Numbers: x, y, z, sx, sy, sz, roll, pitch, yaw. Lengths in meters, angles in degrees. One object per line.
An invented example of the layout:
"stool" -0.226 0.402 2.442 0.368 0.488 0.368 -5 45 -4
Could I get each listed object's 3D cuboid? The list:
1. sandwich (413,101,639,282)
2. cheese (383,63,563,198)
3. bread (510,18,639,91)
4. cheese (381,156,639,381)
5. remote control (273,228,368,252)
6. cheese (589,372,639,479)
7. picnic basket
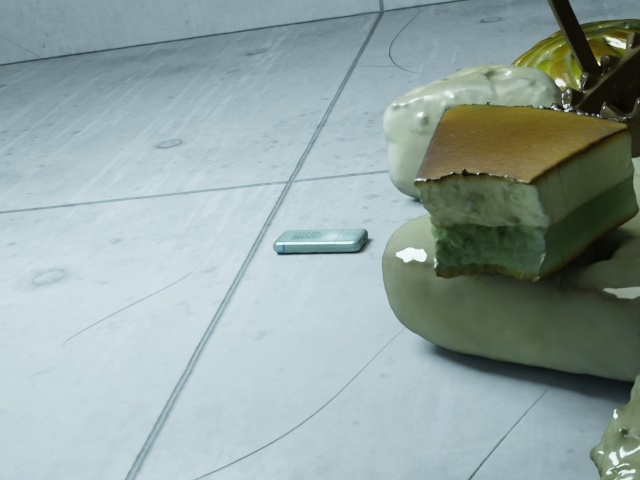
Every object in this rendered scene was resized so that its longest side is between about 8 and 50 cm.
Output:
"sandwich" 0.156 -0.050 0.986 0.186 0.108 0.220 -28 28 -31
"cheese" 0.253 -0.161 1.473 0.248 0.173 0.251 4 21 35
"bread" 0.423 -0.253 1.624 0.333 0.160 0.333 -11 20 4
"cheese" 0.247 0.009 1.097 0.328 0.129 0.351 6 29 30
"remote control" 0.000 0.000 1.386 0.125 0.017 0.053 -2 22 20
"cheese" 0.287 0.161 0.771 0.175 0.091 0.202 -4 21 18
"picnic basket" 0.422 -0.216 1.251 0.291 0.321 0.254 -39 20 -30
